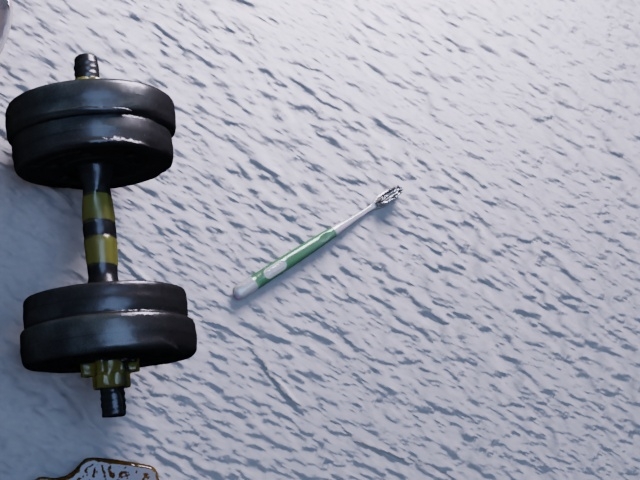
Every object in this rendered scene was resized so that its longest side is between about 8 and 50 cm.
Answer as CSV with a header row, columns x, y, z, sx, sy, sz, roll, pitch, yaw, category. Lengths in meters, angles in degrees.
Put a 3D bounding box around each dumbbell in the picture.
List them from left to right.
x,y,z,sx,sy,sz,roll,pitch,yaw,category
-0.230,-0.009,1.515,0.185,0.185,0.388,-1,77,-23,dumbbell

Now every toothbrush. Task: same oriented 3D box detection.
x,y,z,sx,sy,sz,roll,pitch,yaw,category
0.000,0.000,1.703,0.257,0.024,0.018,-32,91,-25,toothbrush

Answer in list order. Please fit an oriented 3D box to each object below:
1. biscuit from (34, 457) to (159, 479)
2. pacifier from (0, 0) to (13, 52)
x,y,z,sx,sy,sz,roll,pitch,yaw,category
-0.253,0.325,1.501,0.215,0.034,0.182,-16,83,-24,biscuit
-0.449,-0.292,1.481,0.220,0.273,0.332,-6,79,-41,pacifier
